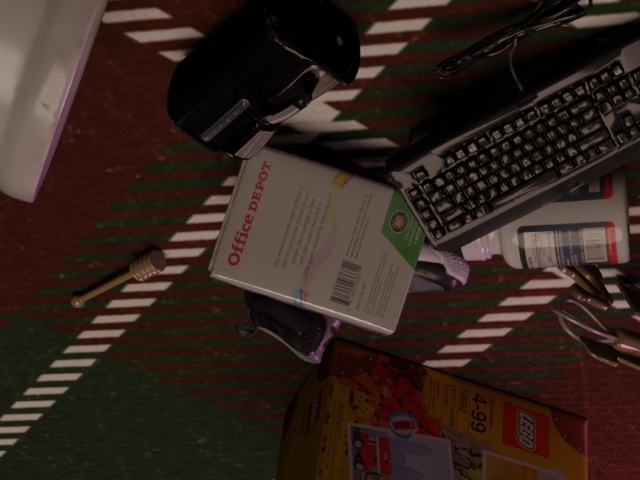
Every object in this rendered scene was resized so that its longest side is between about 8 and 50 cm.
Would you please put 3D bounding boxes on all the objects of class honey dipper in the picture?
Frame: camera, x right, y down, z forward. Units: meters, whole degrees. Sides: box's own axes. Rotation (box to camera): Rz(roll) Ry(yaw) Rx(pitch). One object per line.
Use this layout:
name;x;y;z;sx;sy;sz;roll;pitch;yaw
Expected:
honey dipper;-0.256;0.053;1.896;0.160;0.030;0.030;-27;128;35

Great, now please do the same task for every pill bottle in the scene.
pill bottle;0.246;-0.024;1.671;0.180;0.108;0.108;-3;137;13

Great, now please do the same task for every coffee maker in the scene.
coffee maker;-0.075;-0.187;1.555;0.178;0.120;0.171;-35;100;36

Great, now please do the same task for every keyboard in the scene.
keyboard;0.212;-0.133;1.529;0.317;0.033;0.201;-29;106;11

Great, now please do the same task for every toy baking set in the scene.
toy baking set;0.335;0.105;1.708;0.196;0.256;0.030;34;114;-9

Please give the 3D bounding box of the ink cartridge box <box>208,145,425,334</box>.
ink cartridge box;0.000;0.000;1.670;0.212;0.154;0.093;18;175;0

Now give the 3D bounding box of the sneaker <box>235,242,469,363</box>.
sneaker;0.032;0.070;1.761;0.268;0.153;0.101;6;169;7

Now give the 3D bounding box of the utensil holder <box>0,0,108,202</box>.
utensil holder;-0.385;-0.251;1.369;0.385;0.328;0.328;21;137;-9

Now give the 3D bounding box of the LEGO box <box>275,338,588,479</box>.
LEGO box;0.127;0.419;1.887;0.372;0.500;0.193;18;138;-12

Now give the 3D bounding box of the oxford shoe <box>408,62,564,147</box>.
oxford shoe;0.189;-0.107;1.598;0.227;0.096;0.083;-31;123;34
